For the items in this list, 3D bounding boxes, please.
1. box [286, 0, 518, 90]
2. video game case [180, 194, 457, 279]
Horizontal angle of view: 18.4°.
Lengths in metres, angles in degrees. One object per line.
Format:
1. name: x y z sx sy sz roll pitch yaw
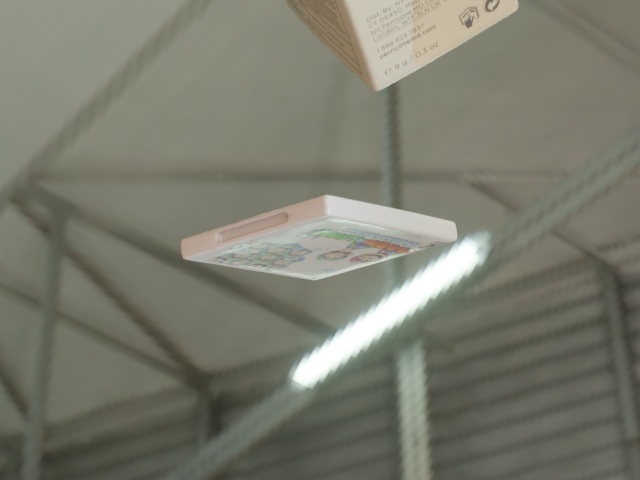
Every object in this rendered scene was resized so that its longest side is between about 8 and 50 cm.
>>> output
1. box: 0.012 -0.267 1.260 0.121 0.311 0.148 -30 -136 -9
2. video game case: 0.000 0.000 1.473 0.143 0.157 0.019 -17 -107 37
